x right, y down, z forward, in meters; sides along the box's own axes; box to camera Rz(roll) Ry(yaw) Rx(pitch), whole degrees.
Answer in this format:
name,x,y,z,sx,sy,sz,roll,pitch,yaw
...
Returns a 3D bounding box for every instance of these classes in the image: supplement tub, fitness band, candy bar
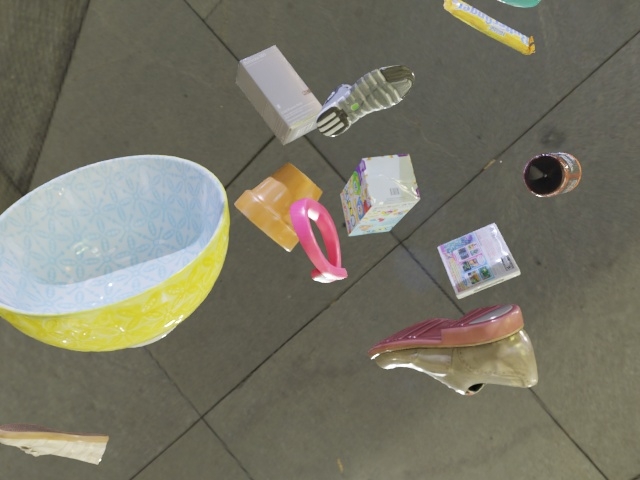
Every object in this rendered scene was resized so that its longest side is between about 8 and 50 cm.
name,x,y,z,sx,sy,sz,roll,pitch,yaw
supplement tub,0.584,-0.165,1.473,0.106,0.197,0.106,6,101,36
fitness band,0.000,0.000,1.507,0.054,0.291,0.209,-18,78,14
candy bar,0.248,-0.318,0.871,0.161,0.040,0.018,21,142,-14

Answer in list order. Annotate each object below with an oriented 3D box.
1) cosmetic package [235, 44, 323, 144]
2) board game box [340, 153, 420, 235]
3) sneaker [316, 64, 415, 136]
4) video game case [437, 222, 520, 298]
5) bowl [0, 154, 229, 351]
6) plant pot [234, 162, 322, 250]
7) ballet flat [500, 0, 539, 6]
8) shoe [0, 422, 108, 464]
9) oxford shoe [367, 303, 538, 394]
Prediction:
name,x,y,z,sx,sy,sz,roll,pitch,yaw
cosmetic package,-0.112,-0.392,1.598,0.127,0.107,0.238,-34,84,-24
board game box,0.164,-0.127,1.728,0.144,0.275,0.142,-7,75,-14
sneaker,0.089,-0.322,1.273,0.228,0.132,0.086,-26,120,16
video game case,0.351,0.044,1.327,0.143,0.157,0.019,-24,132,12
bowl,-0.240,0.038,0.722,0.289,0.290,0.156,5,131,16
plant pot,-0.103,-0.106,1.649,0.205,0.205,0.188,40,90,8
ballet flat,0.391,-0.586,1.330,0.221,0.079,0.077,10,141,-3
shoe,-0.516,0.396,1.144,0.076,0.219,0.058,-2,70,46
oxford shoe,0.198,0.198,0.969,0.348,0.122,0.130,-27,86,60
